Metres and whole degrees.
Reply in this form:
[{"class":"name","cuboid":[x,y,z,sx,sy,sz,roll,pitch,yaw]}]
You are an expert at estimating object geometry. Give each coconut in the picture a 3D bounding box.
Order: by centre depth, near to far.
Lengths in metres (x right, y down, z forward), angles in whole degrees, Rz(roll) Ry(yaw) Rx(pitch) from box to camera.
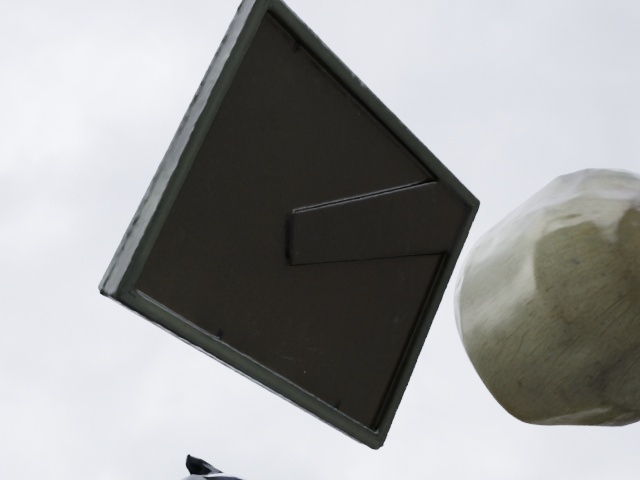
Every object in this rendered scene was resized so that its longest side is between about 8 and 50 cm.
[{"class":"coconut","cuboid":[0.213,0.051,0.847,0.224,0.224,0.224,-4,-57,-6]}]

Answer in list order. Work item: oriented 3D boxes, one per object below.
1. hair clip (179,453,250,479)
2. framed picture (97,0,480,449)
[{"class":"hair clip","cuboid":[-0.002,0.128,0.372,0.124,0.052,0.195,-19,-41,22]},{"class":"framed picture","cuboid":[0.000,0.000,0.503,0.203,0.015,0.150,37,-109,-46]}]
